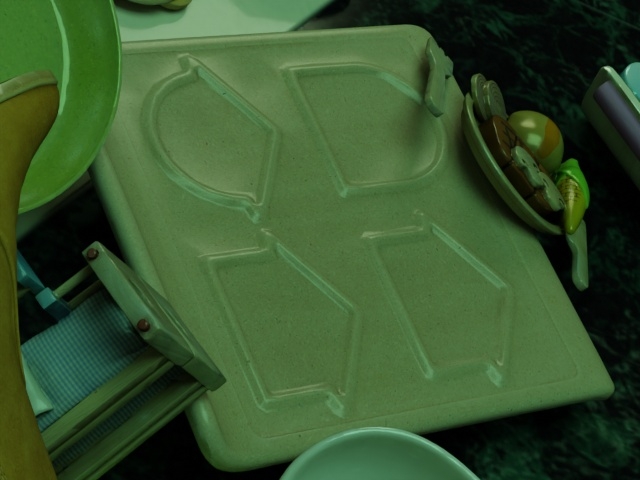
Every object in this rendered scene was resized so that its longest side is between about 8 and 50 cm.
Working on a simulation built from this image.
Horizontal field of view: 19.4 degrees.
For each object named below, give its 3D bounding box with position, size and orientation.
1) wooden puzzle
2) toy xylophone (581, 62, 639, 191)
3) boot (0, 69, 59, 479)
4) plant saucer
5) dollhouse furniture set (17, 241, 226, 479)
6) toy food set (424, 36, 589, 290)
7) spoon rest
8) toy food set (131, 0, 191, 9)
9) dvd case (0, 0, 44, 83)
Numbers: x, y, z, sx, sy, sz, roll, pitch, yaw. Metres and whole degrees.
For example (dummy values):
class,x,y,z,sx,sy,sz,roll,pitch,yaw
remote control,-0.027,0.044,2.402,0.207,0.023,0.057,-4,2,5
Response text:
class,x,y,z,sx,sy,sz,roll,pitch,yaw
wooden puzzle,0.000,0.000,1.269,0.348,0.080,0.322,-5,59,-36
toy xylophone,0.360,-0.084,1.518,0.322,0.081,0.236,-28,73,-40
boot,-0.178,0.051,0.923,0.211,0.104,0.295,61,33,-12
plant saucer,-0.226,-0.124,1.094,0.241,0.037,0.241,15,67,-37
dollhouse furniture set,-0.171,0.036,1.060,0.129,0.129,0.184,-38,68,-1
toy food set,0.147,-0.063,1.345,0.192,0.038,0.132,48,22,-18
spoon rest,0.094,0.202,1.140,0.276,0.084,0.137,20,88,-17
toy food set,-0.136,-0.204,1.383,0.083,0.020,0.082,-9,60,-33
dvd case,-0.270,-0.149,1.106,0.180,0.022,0.253,-31,99,-42
